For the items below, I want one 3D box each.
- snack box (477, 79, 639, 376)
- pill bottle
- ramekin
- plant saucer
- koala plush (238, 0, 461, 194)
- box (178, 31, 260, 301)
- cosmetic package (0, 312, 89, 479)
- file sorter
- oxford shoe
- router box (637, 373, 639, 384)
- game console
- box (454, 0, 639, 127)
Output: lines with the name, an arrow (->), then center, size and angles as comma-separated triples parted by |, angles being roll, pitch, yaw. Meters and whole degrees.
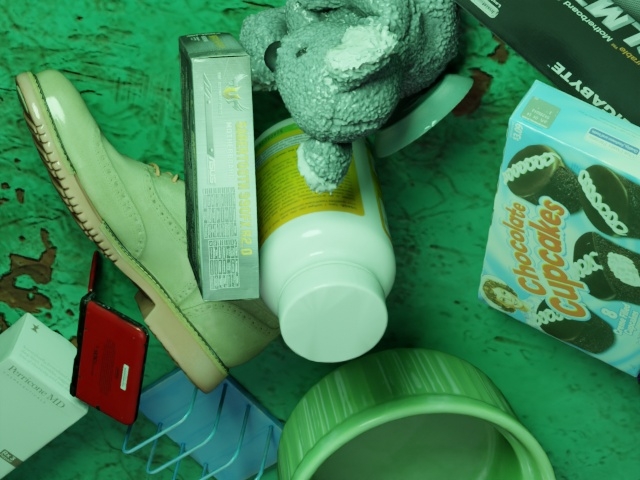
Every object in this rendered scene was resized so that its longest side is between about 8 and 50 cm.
snack box -> 0.259, -0.003, 1.773 | 0.187, 0.060, 0.322 | 26, 151, 15
pill bottle -> 0.000, 0.000, 1.784 | 0.136, 0.246, 0.136 | -4, 130, -5
ramekin -> 0.094, 0.264, 2.001 | 0.303, 0.148, 0.303 | -5, 120, -9
plant saucer -> 0.094, -0.126, 1.770 | 0.119, 0.119, 0.021 | -33, 104, 29
koala plush -> 0.027, -0.167, 1.681 | 0.203, 0.221, 0.196 | 18, 127, -6
box -> -0.098, -0.074, 1.747 | 0.056, 0.183, 0.231 | -4, 102, -8
cosmetic package -> -0.372, 0.196, 2.108 | 0.117, 0.085, 0.231 | 39, 124, -20
file sorter -> -0.126, 0.237, 2.087 | 0.118, 0.104, 0.170 | -32, 116, 28
oxford shoe -> -0.173, -0.032, 1.900 | 0.146, 0.140, 0.397 | -34, 116, -3
router box -> 0.448, 0.152, 1.969 | 0.179, 0.046, 0.133 | 37, 124, -19
game console -> -0.224, 0.106, 1.989 | 0.124, 0.085, 0.144 | 27, 131, 18
box -> 0.253, -0.247, 1.581 | 0.295, 0.073, 0.293 | 41, 145, -4
